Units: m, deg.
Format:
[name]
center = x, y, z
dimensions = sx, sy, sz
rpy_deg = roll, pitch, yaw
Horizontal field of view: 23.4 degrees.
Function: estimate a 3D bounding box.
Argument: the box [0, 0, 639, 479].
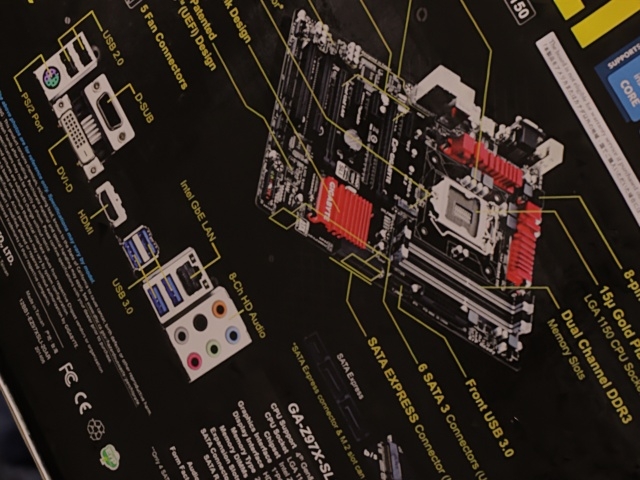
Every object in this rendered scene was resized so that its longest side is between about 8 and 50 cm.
[box]
center = 0.003, -0.045, 0.434
dimensions = 0.079, 0.257, 0.322
rpy_deg = -4, 62, -62
